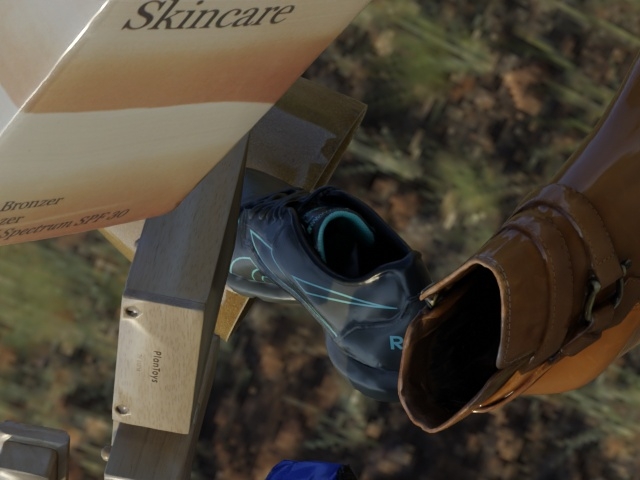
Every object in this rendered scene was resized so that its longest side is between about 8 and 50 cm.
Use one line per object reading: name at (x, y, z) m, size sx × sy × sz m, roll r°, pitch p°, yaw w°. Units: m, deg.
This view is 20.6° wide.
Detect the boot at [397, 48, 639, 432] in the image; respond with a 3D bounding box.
boot at (0.151, -0.025, 0.991) m, size 0.109 × 0.220 × 0.283 m, roll 43°, pitch 131°, yaw 27°

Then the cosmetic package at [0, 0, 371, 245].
cosmetic package at (-0.053, -0.132, 0.636) m, size 0.296 × 0.153 × 0.129 m, roll -45°, pitch 68°, yaw 38°

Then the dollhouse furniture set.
dollhouse furniture set at (-0.233, -0.002, 1.041) m, size 0.173 × 0.356 × 0.303 m, roll -78°, pitch -2°, yaw -48°

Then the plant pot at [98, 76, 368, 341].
plant pot at (-0.127, -0.077, 1.513) m, size 0.237 × 0.254 × 0.237 m, roll -60°, pitch 0°, yaw 0°

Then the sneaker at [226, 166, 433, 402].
sneaker at (0.000, 0.000, 1.188) m, size 0.101 × 0.106 × 0.267 m, roll -31°, pitch 42°, yaw -23°

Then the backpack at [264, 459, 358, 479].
backpack at (-0.026, 0.204, 1.046) m, size 0.101 × 0.098 × 0.120 m, roll -8°, pitch 30°, yaw 39°
